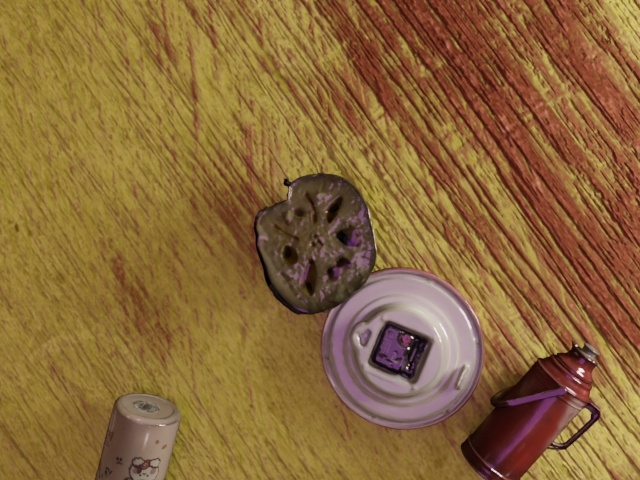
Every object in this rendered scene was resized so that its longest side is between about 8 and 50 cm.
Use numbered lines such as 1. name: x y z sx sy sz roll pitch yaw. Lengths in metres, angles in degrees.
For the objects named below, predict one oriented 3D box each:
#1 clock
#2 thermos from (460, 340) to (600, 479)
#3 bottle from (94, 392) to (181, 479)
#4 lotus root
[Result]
1. clock: 0.119 0.160 1.163 0.245 0.056 0.244 2 96 15
2. thermos: 0.308 0.239 1.101 0.124 0.099 0.232 41 104 11
3. bottle: -0.303 0.371 1.264 0.110 0.110 0.233 19 100 11
4. lotus root: 0.001 0.004 1.162 0.183 0.078 0.203 -10 85 19
